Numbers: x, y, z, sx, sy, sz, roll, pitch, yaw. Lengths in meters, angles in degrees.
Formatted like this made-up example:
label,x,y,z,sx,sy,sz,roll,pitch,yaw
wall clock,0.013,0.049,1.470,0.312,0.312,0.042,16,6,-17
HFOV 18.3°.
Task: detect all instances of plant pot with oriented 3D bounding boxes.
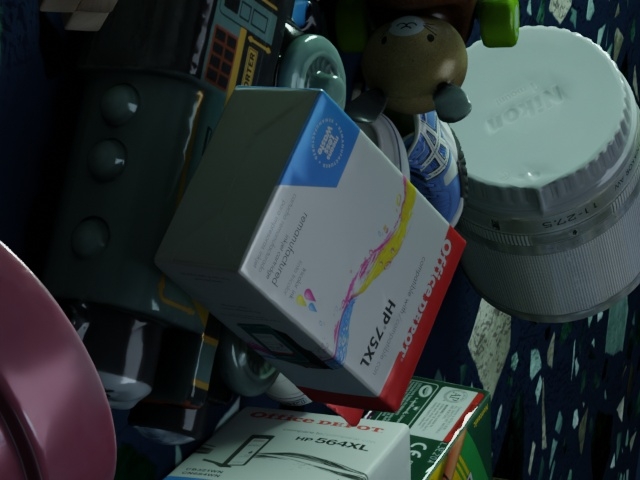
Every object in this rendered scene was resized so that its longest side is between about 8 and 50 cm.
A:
label,x,y,z,sx,sy,sz,roll,pitch,yaw
plant pot,-0.225,0.102,0.922,0.180,0.201,0.201,-41,136,-41

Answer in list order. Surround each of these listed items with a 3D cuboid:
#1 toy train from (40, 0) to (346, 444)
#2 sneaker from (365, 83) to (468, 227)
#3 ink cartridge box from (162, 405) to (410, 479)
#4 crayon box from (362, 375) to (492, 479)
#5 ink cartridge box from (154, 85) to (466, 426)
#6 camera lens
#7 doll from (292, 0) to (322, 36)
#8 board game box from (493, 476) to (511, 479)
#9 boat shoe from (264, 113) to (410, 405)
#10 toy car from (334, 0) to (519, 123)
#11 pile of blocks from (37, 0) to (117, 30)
label,x,y,z,sx,sy,sz,roll,pitch,yaw
toy train,-0.094,-0.038,1.311,0.190,0.142,0.334,28,72,-56
sneaker,0.081,-0.089,1.853,0.081,0.080,0.211,-52,135,-44
ink cartridge box,-0.030,0.205,1.526,0.203,0.148,0.086,-40,131,-63
crayon box,0.049,0.351,1.812,0.363,0.106,0.313,-47,139,-49
ink cartridge box,0.010,0.019,1.279,0.231,0.078,0.134,43,62,-42
camera lens,0.230,-0.061,2.044,0.274,0.219,0.219,66,37,-55
doll,-0.024,-0.139,1.575,0.129,0.046,0.189,58,43,-65
board game box,0.198,0.283,2.038,0.165,0.243,0.042,-9,106,-69
boat shoe,0.000,0.000,1.632,0.088,0.096,0.268,66,45,-63
toy car,0.076,-0.165,1.634,0.149,0.155,0.188,76,18,-44
pile of blocks,-0.168,-0.300,1.082,0.112,0.149,0.362,1,86,-27
